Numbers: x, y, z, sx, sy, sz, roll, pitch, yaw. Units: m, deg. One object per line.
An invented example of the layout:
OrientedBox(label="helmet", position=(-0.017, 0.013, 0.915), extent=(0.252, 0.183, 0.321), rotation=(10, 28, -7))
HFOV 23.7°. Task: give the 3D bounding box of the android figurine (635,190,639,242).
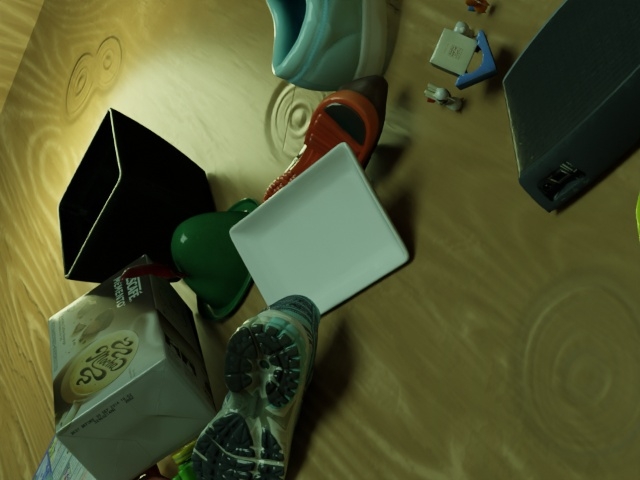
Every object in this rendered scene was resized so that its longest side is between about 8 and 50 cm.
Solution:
OrientedBox(label="android figurine", position=(0.329, -0.051, 1.106), extent=(0.273, 0.056, 0.248), rotation=(-42, 39, 43))

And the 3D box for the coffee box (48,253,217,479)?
OrientedBox(label="coffee box", position=(-0.244, 0.162, 1.942), extent=(0.168, 0.119, 0.297), rotation=(-34, 27, 6))

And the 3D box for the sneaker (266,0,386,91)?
OrientedBox(label="sneaker", position=(-0.014, -0.354, 1.797), extent=(0.135, 0.150, 0.365), rotation=(-25, 68, 55))

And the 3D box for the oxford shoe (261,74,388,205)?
OrientedBox(label="oxford shoe", position=(0.012, -0.078, 1.764), extent=(0.098, 0.097, 0.271), rotation=(-48, -6, -48))

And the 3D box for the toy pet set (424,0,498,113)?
OrientedBox(label="toy pet set", position=(0.159, -0.192, 1.574), extent=(0.114, 0.065, 0.122), rotation=(4, -70, -80))

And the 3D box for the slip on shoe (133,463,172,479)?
OrientedBox(label="slip on shoe", position=(-0.189, 0.336, 1.854), extent=(0.101, 0.123, 0.331), rotation=(-35, 22, -2))

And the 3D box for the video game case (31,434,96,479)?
OrientedBox(label="video game case", position=(-0.350, 0.372, 2.184), extent=(0.269, 0.061, 0.244), rotation=(-61, 28, 21))

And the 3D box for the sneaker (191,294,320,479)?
OrientedBox(label="sneaker", position=(-0.055, 0.183, 1.704), extent=(0.122, 0.110, 0.283), rotation=(-48, -18, -53))

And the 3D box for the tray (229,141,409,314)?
OrientedBox(label="tray", position=(0.000, 0.000, 1.708), extent=(0.270, 0.030, 0.145), rotation=(-34, 84, 52))

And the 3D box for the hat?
OrientedBox(label="hat", position=(-0.189, 0.000, 1.969), extent=(0.208, 0.184, 0.172), rotation=(-5, 68, 63))

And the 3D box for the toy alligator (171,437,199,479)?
OrientedBox(label="toy alligator", position=(-0.142, 0.267, 1.792), extent=(0.051, 0.056, 0.190), rotation=(-31, -1, 12))

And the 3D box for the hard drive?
OrientedBox(label="hard drive", position=(0.252, -0.159, 1.339), extent=(0.254, 0.054, 0.172), rotation=(-47, 34, 41))

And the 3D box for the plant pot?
OrientedBox(label="plant pot", position=(-0.254, -0.046, 2.155), extent=(0.188, 0.167, 0.187), rotation=(-59, 28, 26))
